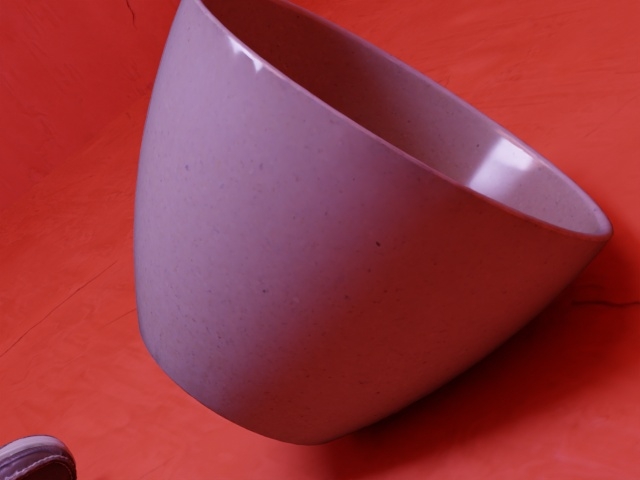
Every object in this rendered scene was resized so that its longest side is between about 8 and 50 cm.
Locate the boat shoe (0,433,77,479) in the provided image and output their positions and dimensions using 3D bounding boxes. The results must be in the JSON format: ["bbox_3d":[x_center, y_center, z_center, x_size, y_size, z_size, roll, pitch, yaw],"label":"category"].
[{"bbox_3d":[-0.299,0.273,1.094,0.257,0.095,0.095,-42,38,-11],"label":"boat shoe"}]

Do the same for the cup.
[{"bbox_3d":[0.000,0.000,0.925,0.237,0.331,0.331,-59,13,17],"label":"cup"}]
